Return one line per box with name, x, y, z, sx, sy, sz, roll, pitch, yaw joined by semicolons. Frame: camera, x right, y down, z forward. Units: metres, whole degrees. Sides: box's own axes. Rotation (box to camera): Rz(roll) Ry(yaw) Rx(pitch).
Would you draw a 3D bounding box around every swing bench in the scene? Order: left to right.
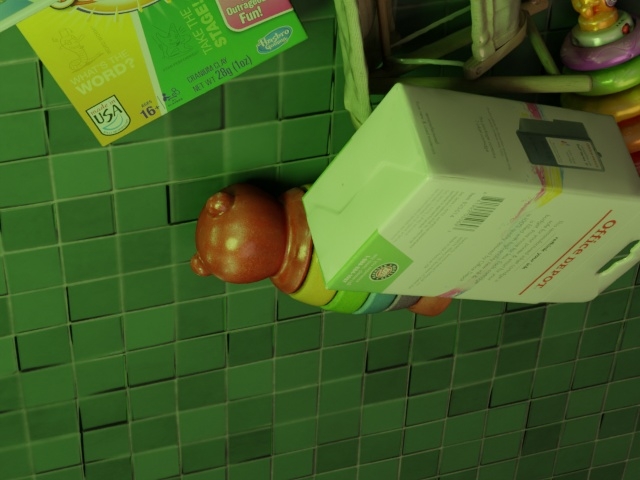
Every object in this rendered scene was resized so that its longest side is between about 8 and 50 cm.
swing bench;0.127;-0.265;1.499;0.254;0.165;0.253;-13;134;-4

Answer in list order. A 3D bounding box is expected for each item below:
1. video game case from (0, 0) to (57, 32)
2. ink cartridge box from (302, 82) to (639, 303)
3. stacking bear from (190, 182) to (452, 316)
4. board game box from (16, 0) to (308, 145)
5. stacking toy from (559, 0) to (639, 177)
video game case;-0.313;-0.316;1.261;0.329;0.036;0.300;-24;124;19
ink cartridge box;0.187;-0.038;1.565;0.353;0.119;0.207;6;144;-32
stacking bear;0.000;0.000;1.693;0.289;0.164;0.175;5;128;-20
board game box;-0.182;-0.264;1.434;0.242;0.064;0.316;-28;135;4
stacking toy;0.322;-0.191;1.666;0.175;0.166;0.302;-40;122;-31
